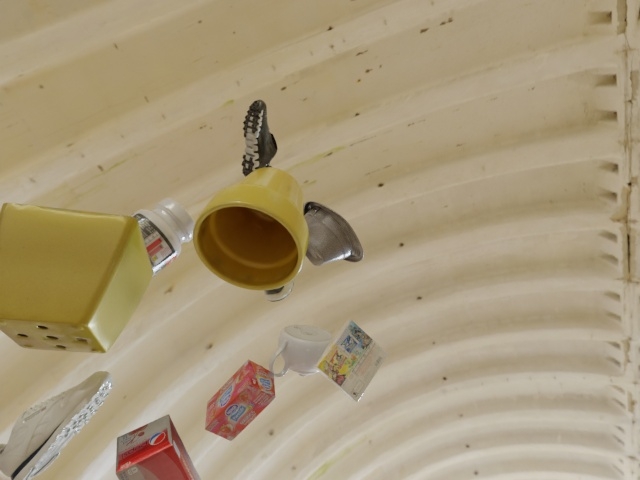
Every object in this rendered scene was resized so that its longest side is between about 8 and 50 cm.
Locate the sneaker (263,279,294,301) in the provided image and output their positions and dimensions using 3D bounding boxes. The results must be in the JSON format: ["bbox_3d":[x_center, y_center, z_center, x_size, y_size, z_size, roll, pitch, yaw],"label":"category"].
[{"bbox_3d":[-0.117,0.038,1.228,0.101,0.271,0.107,-11,-45,17],"label":"sneaker"}]

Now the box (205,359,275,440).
[{"bbox_3d":[-0.287,0.571,1.534,0.123,0.128,0.257,37,-75,-24],"label":"box"}]

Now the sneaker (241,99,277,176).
[{"bbox_3d":[-0.178,-0.308,1.308,0.078,0.106,0.234,31,-59,41],"label":"sneaker"}]

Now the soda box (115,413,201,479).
[{"bbox_3d":[-0.249,0.432,0.722,0.083,0.092,0.263,32,-39,62],"label":"soda box"}]

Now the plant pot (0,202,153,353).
[{"bbox_3d":[-0.433,0.082,0.746,0.213,0.187,0.212,6,-33,-9],"label":"plant pot"}]

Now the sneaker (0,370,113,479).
[{"bbox_3d":[-0.484,0.321,0.775,0.095,0.235,0.090,40,-12,12],"label":"sneaker"}]

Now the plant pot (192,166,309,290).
[{"bbox_3d":[-0.141,-0.049,1.032,0.255,0.238,0.253,6,-52,8],"label":"plant pot"}]

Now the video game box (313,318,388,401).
[{"bbox_3d":[0.106,0.408,1.465,0.187,0.205,0.048,45,-25,-8],"label":"video game box"}]

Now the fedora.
[{"bbox_3d":[0.000,0.000,1.387,0.276,0.124,0.243,32,-26,50],"label":"fedora"}]

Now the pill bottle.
[{"bbox_3d":[-0.608,0.026,1.444,0.210,0.363,0.210,31,-32,23],"label":"pill bottle"}]

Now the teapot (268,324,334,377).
[{"bbox_3d":[-0.066,0.466,1.758,0.257,0.252,0.186,10,-85,0],"label":"teapot"}]
